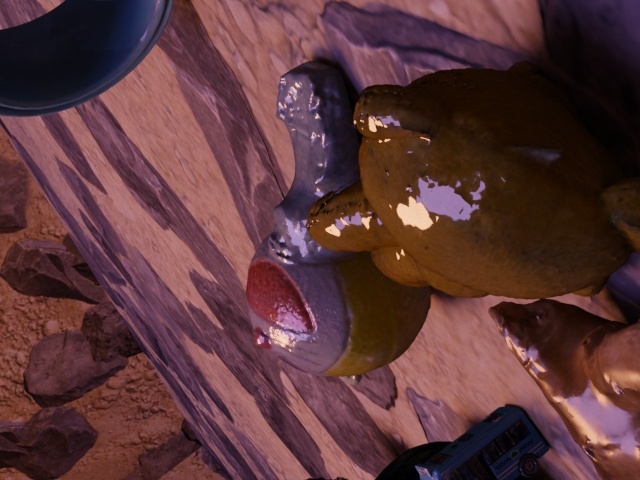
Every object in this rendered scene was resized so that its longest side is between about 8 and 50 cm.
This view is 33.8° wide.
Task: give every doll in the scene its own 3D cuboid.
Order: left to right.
[{"bbox_3d":[0.068,-0.020,0.456,0.137,0.097,0.209,15,170,-1],"label":"doll"}]

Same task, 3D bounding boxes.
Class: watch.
[{"bbox_3d":[-0.198,-0.178,0.696,0.211,0.211,0.193,48,146,22],"label":"watch"}]

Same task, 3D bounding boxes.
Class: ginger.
[{"bbox_3d":[0.171,0.107,0.472,0.214,0.059,0.133,55,157,-10],"label":"ginger"}]

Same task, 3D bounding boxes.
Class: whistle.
[{"bbox_3d":[0.000,0.000,0.656,0.123,0.123,0.223,34,140,52],"label":"whistle"}]

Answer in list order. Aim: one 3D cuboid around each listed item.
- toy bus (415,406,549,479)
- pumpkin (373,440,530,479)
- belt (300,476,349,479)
[{"bbox_3d":[0.105,0.147,0.694,0.046,0.083,0.038,58,163,-3],"label":"toy bus"},{"bbox_3d":[0.109,0.243,0.778,0.194,0.150,0.194,162,90,-87],"label":"pumpkin"},{"bbox_3d":[0.062,0.343,1.000,0.289,0.184,0.164,14,159,47],"label":"belt"}]
